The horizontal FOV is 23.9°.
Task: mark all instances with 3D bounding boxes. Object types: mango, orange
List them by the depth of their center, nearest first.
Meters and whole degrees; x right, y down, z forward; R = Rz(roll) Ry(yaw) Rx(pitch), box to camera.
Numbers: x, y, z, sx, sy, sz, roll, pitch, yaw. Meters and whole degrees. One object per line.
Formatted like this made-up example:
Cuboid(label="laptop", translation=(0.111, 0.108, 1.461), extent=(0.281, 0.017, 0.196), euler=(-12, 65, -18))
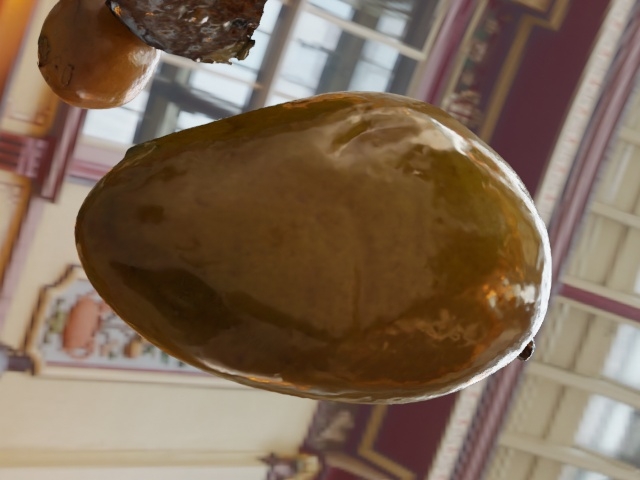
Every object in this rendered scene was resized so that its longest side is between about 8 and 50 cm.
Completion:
Cuboid(label="mango", translation=(0.000, 0.000, 0.703), extent=(0.109, 0.227, 0.147), euler=(170, -72, -74))
Cuboid(label="orange", translation=(-0.143, -0.124, 0.974), extent=(0.083, 0.083, 0.084), euler=(-5, -99, 34))

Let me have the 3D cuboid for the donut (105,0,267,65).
Cuboid(label="donut", translation=(-0.076, -0.215, 0.846), extent=(0.295, 0.151, 0.112), euler=(127, -43, -54))
